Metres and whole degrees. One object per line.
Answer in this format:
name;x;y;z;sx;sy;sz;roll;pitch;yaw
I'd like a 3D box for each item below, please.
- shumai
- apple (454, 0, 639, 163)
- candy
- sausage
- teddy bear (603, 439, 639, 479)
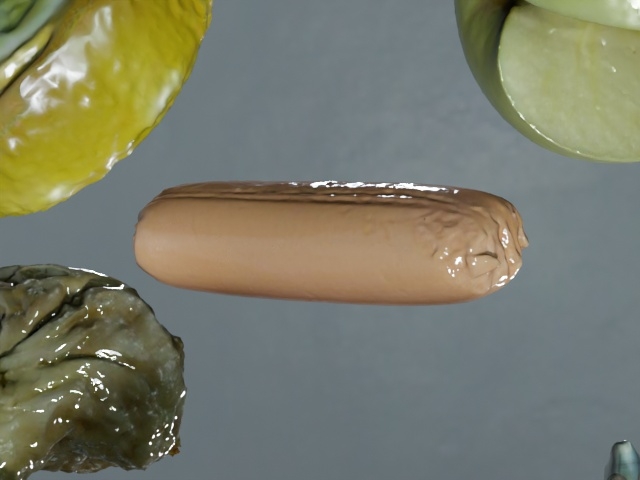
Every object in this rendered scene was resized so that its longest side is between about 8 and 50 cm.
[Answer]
shumai;-0.205;0.115;1.269;0.175;0.206;0.166;-46;130;-59
apple;0.244;-0.205;1.445;0.292;0.254;0.292;175;-90;-73
candy;-0.184;-0.136;1.210;0.118;0.260;0.260;39;34;-37
sausage;0.000;0.000;1.271;0.086;0.289;0.086;-12;104;-62
teddy bear;0.228;0.399;1.381;0.362;0.375;0.327;43;23;2
